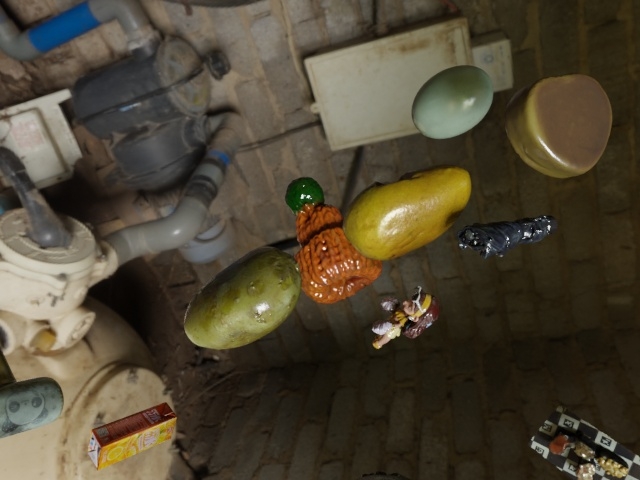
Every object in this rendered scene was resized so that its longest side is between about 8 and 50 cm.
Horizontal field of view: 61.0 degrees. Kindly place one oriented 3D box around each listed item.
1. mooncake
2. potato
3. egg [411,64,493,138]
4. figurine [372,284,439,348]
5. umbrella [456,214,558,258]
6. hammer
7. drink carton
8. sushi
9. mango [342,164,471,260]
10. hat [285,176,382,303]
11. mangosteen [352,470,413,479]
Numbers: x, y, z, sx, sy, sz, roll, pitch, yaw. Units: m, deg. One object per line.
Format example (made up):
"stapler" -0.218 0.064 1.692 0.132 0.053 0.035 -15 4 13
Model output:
"mooncake" 0.531 -0.250 1.211 0.117 0.235 0.234 171 -92 -70
"potato" -0.176 0.142 1.245 0.173 0.308 0.210 47 18 -31
"egg" 0.408 -0.429 1.697 0.203 0.283 0.202 16 61 -30
"figurine" 0.241 0.233 1.598 0.115 0.240 0.174 50 29 -11
"umbrella" 0.355 -0.009 1.011 0.224 0.080 0.071 -12 118 -30
"hammer" -0.710 0.284 1.199 0.305 0.113 0.202 57 24 19
"drink carton" -0.516 0.534 1.497 0.223 0.071 0.096 -9 128 -46
"sushi" 0.654 0.543 1.305 0.043 0.280 0.192 -29 147 -45
"mango" 0.169 -0.059 1.059 0.130 0.262 0.167 -113 -179 -47
"hat" 0.000 0.000 1.763 0.400 0.285 0.285 56 7 27
"mangosteen" 0.139 0.655 1.096 0.307 0.307 0.346 59 18 -46
